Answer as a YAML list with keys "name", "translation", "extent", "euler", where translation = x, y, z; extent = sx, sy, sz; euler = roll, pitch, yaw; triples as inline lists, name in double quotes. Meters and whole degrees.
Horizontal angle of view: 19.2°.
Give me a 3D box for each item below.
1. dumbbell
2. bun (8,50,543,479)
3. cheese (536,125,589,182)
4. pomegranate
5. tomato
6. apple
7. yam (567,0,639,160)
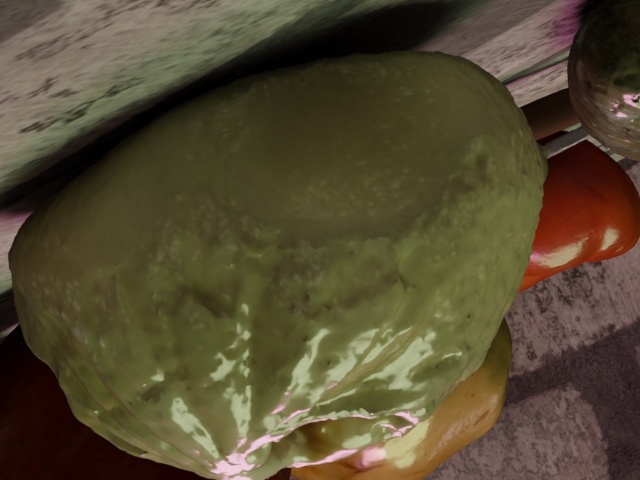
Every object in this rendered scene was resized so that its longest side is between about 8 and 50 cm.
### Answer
- name: "dumbbell"
  translation: [0.214, -0.117, 1.749]
  extent: [0.231, 0.092, 0.082]
  euler: [-23, -155, -21]
- name: "bun"
  translation: [-0.014, 0.029, 1.221]
  extent: [0.349, 0.227, 0.352]
  euler: [-19, 171, 5]
- name: "cheese"
  translation: [0.220, -0.081, 2.199]
  extent: [0.286, 0.082, 0.163]
  euler: [-24, 176, -14]
- name: "pomegranate"
  translation: [0.049, 0.110, 2.060]
  extent: [0.332, 0.332, 0.332]
  euler: [-25, 175, -2]
- name: "tomato"
  translation: [0.278, -0.037, 2.376]
  extent: [0.260, 0.180, 0.260]
  euler: [-23, 173, -3]
- name: "apple"
  translation: [-0.196, 0.210, 1.714]
  extent: [0.365, 0.295, 0.329]
  euler: [-50, -178, 18]
- name: "yam"
  translation: [0.263, -0.135, 1.527]
  extent: [0.133, 0.133, 0.330]
  euler: [-25, 175, 8]
